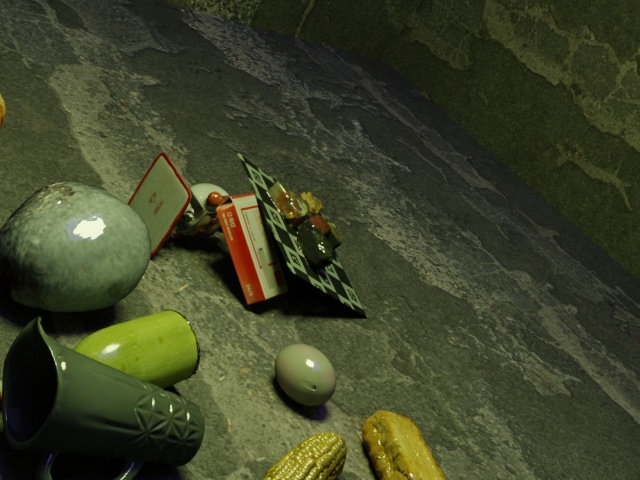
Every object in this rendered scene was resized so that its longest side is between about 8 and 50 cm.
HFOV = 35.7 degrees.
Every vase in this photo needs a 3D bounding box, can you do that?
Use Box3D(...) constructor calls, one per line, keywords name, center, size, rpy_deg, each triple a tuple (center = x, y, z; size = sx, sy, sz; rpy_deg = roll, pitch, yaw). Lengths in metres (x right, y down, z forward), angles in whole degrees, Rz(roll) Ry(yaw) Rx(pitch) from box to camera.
Box3D(name="vase", center=(-0.319, 0.269, 1.476), size=(0.300, 0.156, 0.251), rpy_deg=(25, 58, -39))

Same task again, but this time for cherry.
Box3D(name="cherry", center=(-0.441, 0.014, 1.788), size=(0.255, 0.218, 0.296), rpy_deg=(36, 38, 11))

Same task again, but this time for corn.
Box3D(name="corn", center=(-0.031, 0.387, 1.606), size=(0.101, 0.101, 0.291), rpy_deg=(33, 26, 13))

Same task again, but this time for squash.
Box3D(name="squash", center=(-0.324, 0.199, 1.642), size=(0.132, 0.132, 0.247), rpy_deg=(39, 27, 24))

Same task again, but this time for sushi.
Box3D(name="sushi", center=(-0.015, -0.025, 2.255), size=(0.343, 0.064, 0.359), rpy_deg=(35, 24, -51))

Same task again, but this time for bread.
Box3D(name="bread", center=(0.150, 0.398, 1.793), size=(0.114, 0.083, 0.211), rpy_deg=(21, 24, -27))

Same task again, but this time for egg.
Box3D(name="egg", center=(-0.029, 0.252, 1.874), size=(0.103, 0.103, 0.135), rpy_deg=(-3, 37, -50))

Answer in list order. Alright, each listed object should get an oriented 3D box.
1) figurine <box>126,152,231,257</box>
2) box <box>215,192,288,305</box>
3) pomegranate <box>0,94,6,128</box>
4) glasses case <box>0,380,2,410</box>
Box3D(name="figurine", center=(-0.273, -0.063, 2.170), size=(0.226, 0.183, 0.160), rpy_deg=(9, 36, -48))
Box3D(name="box", center=(-0.145, 0.016, 2.122), size=(0.123, 0.050, 0.229), rpy_deg=(-16, 88, -67))
Box3D(name="pomegranate", center=(-0.765, -0.271, 2.012), size=(0.248, 0.248, 0.248), rpy_deg=(23, 24, -11))
Box3D(name="glasses case", center=(-0.519, 0.249, 1.386), size=(0.128, 0.083, 0.308), rpy_deg=(22, 24, -10))
